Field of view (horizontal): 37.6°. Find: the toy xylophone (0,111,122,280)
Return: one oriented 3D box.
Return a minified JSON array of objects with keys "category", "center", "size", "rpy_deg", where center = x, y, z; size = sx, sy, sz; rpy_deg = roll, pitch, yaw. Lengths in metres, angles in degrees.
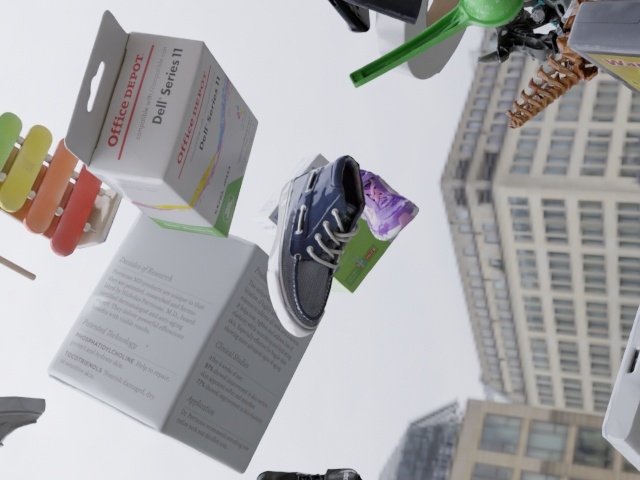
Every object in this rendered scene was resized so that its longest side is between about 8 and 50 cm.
[{"category":"toy xylophone","center":[-0.467,-0.079,1.449],"size":[0.323,0.081,0.236],"rpy_deg":[28,-125,-34]}]

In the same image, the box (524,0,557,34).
[{"category":"box","center":[0.290,-0.391,1.436],"size":[0.244,0.100,0.060],"rpy_deg":[32,-96,-24]}]

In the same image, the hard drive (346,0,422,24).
[{"category":"hard drive","center":[0.060,-0.435,1.360],"size":[0.172,0.054,0.254],"rpy_deg":[11,-129,-32]}]

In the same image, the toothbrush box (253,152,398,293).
[{"category":"toothbrush box","center":[0.017,-0.038,2.266],"size":[0.283,0.122,0.206],"rpy_deg":[42,-106,-17]}]

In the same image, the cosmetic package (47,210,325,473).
[{"category":"cosmetic package","center":[-0.259,0.203,1.910],"size":[0.393,0.327,0.329],"rpy_deg":[-62,-35,-15]}]

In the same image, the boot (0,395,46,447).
[{"category":"boot","center":[-0.462,0.271,1.237],"size":[0.258,0.095,0.123],"rpy_deg":[11,-108,-62]}]

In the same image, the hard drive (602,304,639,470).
[{"category":"hard drive","center":[0.540,0.254,1.409],"size":[0.353,0.047,0.233],"rpy_deg":[40,-115,-39]}]

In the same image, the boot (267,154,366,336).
[{"category":"boot","center":[0.000,0.000,0.954],"size":[0.069,0.086,0.190],"rpy_deg":[29,-132,-38]}]

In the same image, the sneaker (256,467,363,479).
[{"category":"sneaker","center":[0.013,0.405,1.525],"size":[0.078,0.234,0.106],"rpy_deg":[-87,21,-57]}]

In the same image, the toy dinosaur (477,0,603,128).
[{"category":"toy dinosaur","center":[0.288,-0.273,1.080],"size":[0.322,0.218,0.164],"rpy_deg":[-43,-47,-35]}]

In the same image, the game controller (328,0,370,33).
[{"category":"game controller","center":[-0.001,-0.539,1.815],"size":[0.319,0.067,0.166],"rpy_deg":[42,-157,-37]}]

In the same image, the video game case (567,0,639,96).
[{"category":"video game case","center":[0.315,-0.065,0.505],"size":[0.248,0.275,0.035],"rpy_deg":[20,-91,-39]}]

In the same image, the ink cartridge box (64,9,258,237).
[{"category":"ink cartridge box","center":[-0.207,-0.151,1.318],"size":[0.353,0.119,0.207],"rpy_deg":[51,-129,-71]}]

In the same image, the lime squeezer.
[{"category":"lime squeezer","center":[0.153,-0.225,0.795],"size":[0.110,0.310,0.059],"rpy_deg":[-24,-106,-49]}]

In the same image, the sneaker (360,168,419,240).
[{"category":"sneaker","center":[0.105,-0.078,1.787],"size":[0.104,0.095,0.236],"rpy_deg":[52,178,-22]}]

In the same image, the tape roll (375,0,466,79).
[{"category":"tape roll","center":[0.235,-0.525,1.941],"size":[0.392,0.072,0.392],"rpy_deg":[-47,-32,-41]}]
